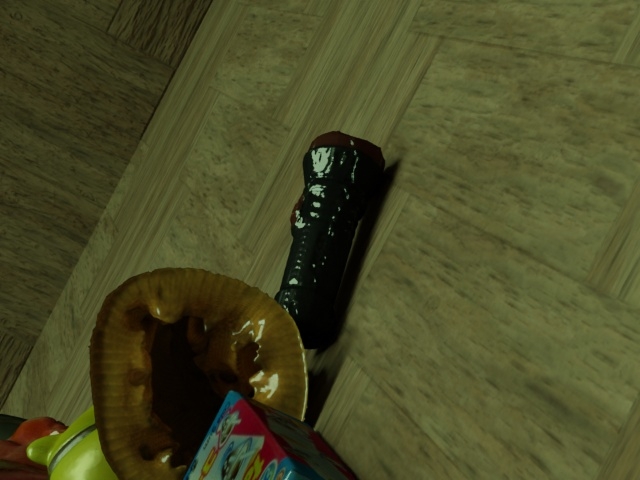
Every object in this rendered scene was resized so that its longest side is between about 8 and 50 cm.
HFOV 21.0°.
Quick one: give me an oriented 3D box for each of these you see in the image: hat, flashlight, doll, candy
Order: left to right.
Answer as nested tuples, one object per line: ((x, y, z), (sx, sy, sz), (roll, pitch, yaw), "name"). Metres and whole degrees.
((-0.207, 0.228, 1.860), (0.363, 0.199, 0.145), (-65, -7, -65), "doll")
((-0.123, 0.146, 1.767), (0.233, 0.244, 0.233), (-55, 1, -1), "hat")
((-0.049, 0.246, 1.495), (0.157, 0.100, 0.306), (-62, 15, 1), "candy")
((0.000, 0.000, 1.787), (0.093, 0.093, 0.232), (-39, 28, 58), "flashlight")

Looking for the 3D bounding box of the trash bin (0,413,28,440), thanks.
((-0.391, 0.371, 2.209), (0.219, 0.220, 0.250), (23, -94, -67), "trash bin")

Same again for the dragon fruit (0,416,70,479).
((-0.325, 0.345, 1.952), (0.226, 0.305, 0.305), (-28, -1, -26), "dragon fruit")
